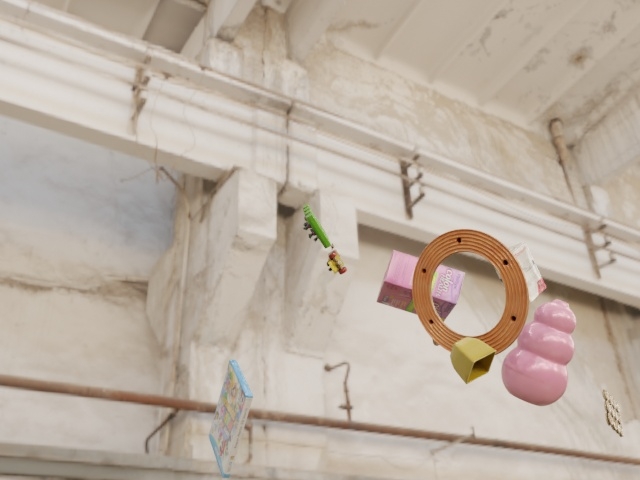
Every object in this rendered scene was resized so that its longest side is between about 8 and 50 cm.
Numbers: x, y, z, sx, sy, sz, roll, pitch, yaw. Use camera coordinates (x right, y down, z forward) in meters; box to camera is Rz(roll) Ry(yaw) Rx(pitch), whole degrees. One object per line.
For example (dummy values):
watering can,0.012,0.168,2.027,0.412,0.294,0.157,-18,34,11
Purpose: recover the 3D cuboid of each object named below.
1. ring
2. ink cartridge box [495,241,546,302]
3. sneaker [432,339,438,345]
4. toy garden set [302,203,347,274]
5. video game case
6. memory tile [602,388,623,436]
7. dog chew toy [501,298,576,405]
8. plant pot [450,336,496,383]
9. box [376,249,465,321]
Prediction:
ring,0.384,0.137,1.733,0.032,0.337,0.336,-5,-20,-48
ink cartridge box,0.564,0.095,1.906,0.109,0.151,0.063,-29,4,-42
sneaker,0.428,0.335,2.479,0.042,0.119,0.067,10,-19,-3
toy garden set,0.000,0.000,2.049,0.049,0.244,0.204,-32,-79,2
video game case,-0.161,0.313,1.186,0.015,0.119,0.166,9,-72,-26
memory tile,0.864,0.511,1.983,0.012,0.113,0.148,-18,-40,31
dog chew toy,0.705,0.347,2.118,0.206,0.332,0.206,21,1,0
plant pot,0.368,0.286,1.653,0.081,0.083,0.081,-18,-47,-30
box,0.325,0.157,2.218,0.242,0.117,0.214,17,-23,4
